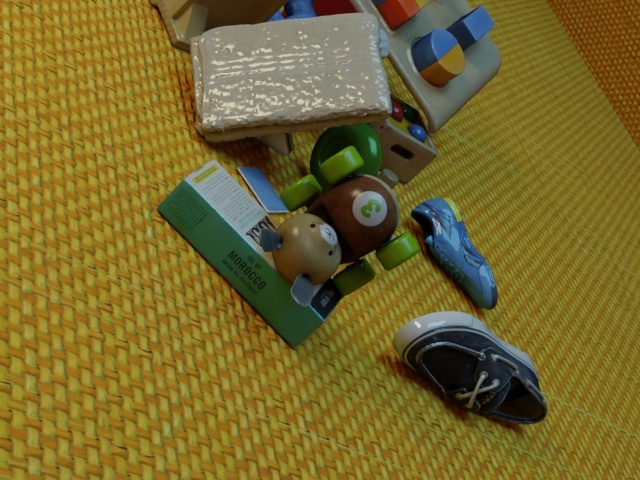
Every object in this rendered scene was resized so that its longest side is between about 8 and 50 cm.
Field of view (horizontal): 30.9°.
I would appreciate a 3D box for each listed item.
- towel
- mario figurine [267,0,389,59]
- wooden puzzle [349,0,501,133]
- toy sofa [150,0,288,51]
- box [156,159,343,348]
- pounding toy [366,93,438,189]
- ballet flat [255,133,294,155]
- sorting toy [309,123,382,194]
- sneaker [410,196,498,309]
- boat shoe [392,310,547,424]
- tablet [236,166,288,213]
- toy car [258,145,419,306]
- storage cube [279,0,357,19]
[{"bbox_3d":[-0.045,-0.234,1.660,0.049,0.282,0.187,87,-4,-60],"label":"towel"},{"bbox_3d":[-0.016,-0.345,1.937,0.170,0.198,0.321,39,18,-49],"label":"mario figurine"},{"bbox_3d":[0.202,-0.407,2.093,0.348,0.080,0.322,59,40,-11],"label":"wooden puzzle"},{"bbox_3d":[-0.092,-0.449,1.767,0.150,0.362,0.177,11,48,-50],"label":"toy sofa"},{"bbox_3d":[-0.084,0.014,1.451,0.244,0.060,0.100,46,25,-1],"label":"box"},{"bbox_3d":[0.112,-0.174,1.986,0.181,0.094,0.206,26,32,-36],"label":"pounding toy"},{"bbox_3d":[-0.090,-0.203,1.747,0.086,0.086,0.248,31,29,-29],"label":"ballet flat"},{"bbox_3d":[0.001,-0.153,1.720,0.126,0.127,0.366,19,52,-51],"label":"sorting toy"},{"bbox_3d":[0.215,0.028,1.903,0.082,0.069,0.209,-19,73,-27],"label":"sneaker"},{"bbox_3d":[0.218,0.190,1.618,0.301,0.108,0.102,31,27,-44],"label":"boat shoe"},{"bbox_3d":[-0.082,-0.071,1.642,0.083,0.006,0.054,55,27,19],"label":"tablet"},{"bbox_3d":[0.000,0.000,1.383,0.155,0.149,0.188,57,37,0],"label":"toy car"},{"bbox_3d":[0.050,-0.466,2.213,0.193,0.183,0.215,36,27,-19],"label":"storage cube"}]
